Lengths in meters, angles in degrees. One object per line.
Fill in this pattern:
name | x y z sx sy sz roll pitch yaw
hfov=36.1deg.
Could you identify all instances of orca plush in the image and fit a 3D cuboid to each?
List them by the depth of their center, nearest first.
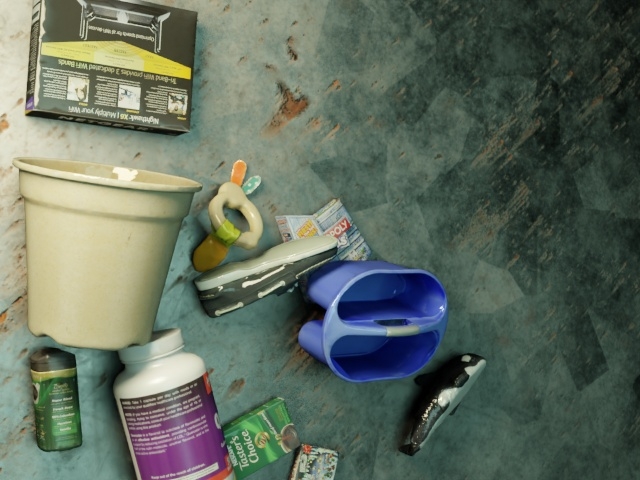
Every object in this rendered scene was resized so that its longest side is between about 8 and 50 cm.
orca plush | 0.256 0.356 2.241 0.287 0.102 0.151 -54 157 -8

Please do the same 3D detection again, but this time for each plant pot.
plant pot | -0.398 0.025 1.766 0.334 0.334 0.305 6 97 -28

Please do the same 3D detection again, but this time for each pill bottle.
pill bottle | -0.285 0.339 1.871 0.181 0.181 0.323 -17 97 -28

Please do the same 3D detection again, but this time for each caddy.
caddy | 0.119 0.168 2.058 0.341 0.179 0.241 0 102 -38

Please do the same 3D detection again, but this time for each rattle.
rattle | -0.192 -0.048 2.022 0.130 0.143 0.200 8 49 -22

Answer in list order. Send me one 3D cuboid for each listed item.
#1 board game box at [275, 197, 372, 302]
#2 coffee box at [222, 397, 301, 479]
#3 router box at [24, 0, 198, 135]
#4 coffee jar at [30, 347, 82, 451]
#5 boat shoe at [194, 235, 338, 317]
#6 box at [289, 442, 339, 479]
board game box | 0.000 0.000 2.104 0.194 0.060 0.194 -39 107 -24
coffee box | -0.138 0.415 2.028 0.184 0.040 0.113 -24 100 -27
router box | -0.397 -0.342 1.885 0.309 0.081 0.243 6 86 -28
coffee jar | -0.487 0.291 1.811 0.079 0.096 0.184 -5 92 -27
boat shoe | -0.101 0.071 1.998 0.302 0.114 0.091 -17 106 -1
box | -0.019 0.508 2.099 0.094 0.027 0.137 17 81 -26
